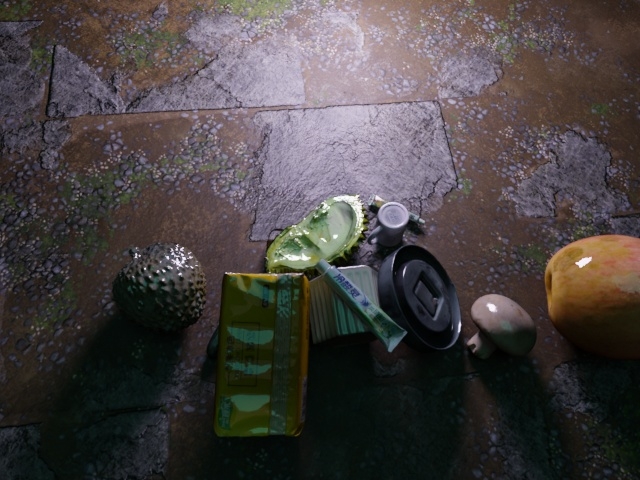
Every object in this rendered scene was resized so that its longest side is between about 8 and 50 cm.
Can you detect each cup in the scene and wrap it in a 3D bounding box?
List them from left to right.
[{"bbox_3d":[0.218,-0.035,1.534,0.099,0.133,0.136,22,67,8],"label":"cup"}]

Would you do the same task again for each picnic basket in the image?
[{"bbox_3d":[-0.136,0.002,1.523,0.072,0.072,0.083,7,76,-2],"label":"picnic basket"}]

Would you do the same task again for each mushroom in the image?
[{"bbox_3d":[0.521,0.268,1.423,0.204,0.204,0.204,2,67,-4],"label":"mushroom"}]

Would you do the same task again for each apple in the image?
[{"bbox_3d":[0.830,0.159,1.390,0.363,0.364,0.364,2,67,-4],"label":"apple"}]

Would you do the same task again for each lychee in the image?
[{"bbox_3d":[-0.449,0.132,1.365,0.255,0.255,0.274,-45,109,-19],"label":"lychee"}]

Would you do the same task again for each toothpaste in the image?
[{"bbox_3d":[0.099,0.163,1.266,0.297,0.048,0.075,45,68,7],"label":"toothpaste"},{"bbox_3d":[0.256,-0.099,1.619,0.204,0.031,0.049,25,67,9],"label":"toothpaste"}]

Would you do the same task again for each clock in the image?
[{"bbox_3d":[0.291,0.168,1.399,0.319,0.066,0.319,25,51,-35],"label":"clock"}]

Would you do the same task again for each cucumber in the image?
[{"bbox_3d":[-0.300,0.294,1.403,0.048,0.048,0.105,26,72,6],"label":"cucumber"}]

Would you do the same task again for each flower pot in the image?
[{"bbox_3d":[0.082,0.196,1.385,0.209,0.239,0.190,-16,67,20],"label":"flower pot"}]

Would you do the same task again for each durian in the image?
[{"bbox_3d":[0.003,0.000,1.463,0.394,0.163,0.198,-32,95,-14],"label":"durian"}]

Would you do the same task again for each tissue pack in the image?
[{"bbox_3d":[-0.142,0.276,1.240,0.228,0.293,0.382,3,83,1],"label":"tissue pack"}]
